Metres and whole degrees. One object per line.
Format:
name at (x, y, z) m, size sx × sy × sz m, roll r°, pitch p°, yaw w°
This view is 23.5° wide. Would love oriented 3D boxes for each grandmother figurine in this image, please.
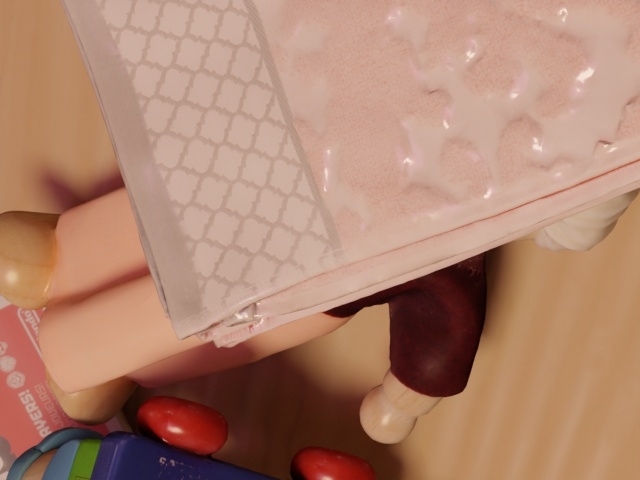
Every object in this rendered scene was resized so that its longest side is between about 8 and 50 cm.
grandmother figurine at (0.000, 0.000, 0.707) m, size 0.342 × 0.104 × 0.208 m, roll -22°, pitch 108°, yaw 37°

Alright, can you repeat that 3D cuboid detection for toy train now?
toy train at (-0.029, 0.155, 0.776) m, size 0.143 × 0.248 × 0.105 m, roll -3°, pitch 68°, yaw 56°

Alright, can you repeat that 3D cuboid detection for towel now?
towel at (0.011, -0.152, 0.603) m, size 0.317 × 0.053 × 0.332 m, roll -24°, pitch 81°, yaw 33°

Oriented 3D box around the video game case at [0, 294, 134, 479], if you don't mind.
video game case at (-0.233, 0.164, 0.840) m, size 0.285 × 0.025 × 0.204 m, roll -26°, pitch 106°, yaw -2°
